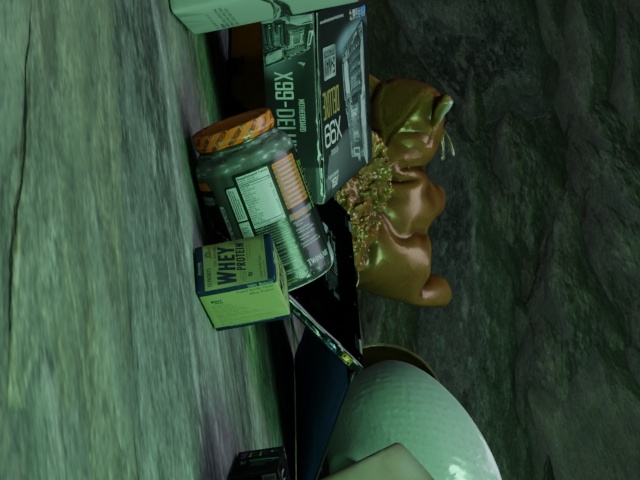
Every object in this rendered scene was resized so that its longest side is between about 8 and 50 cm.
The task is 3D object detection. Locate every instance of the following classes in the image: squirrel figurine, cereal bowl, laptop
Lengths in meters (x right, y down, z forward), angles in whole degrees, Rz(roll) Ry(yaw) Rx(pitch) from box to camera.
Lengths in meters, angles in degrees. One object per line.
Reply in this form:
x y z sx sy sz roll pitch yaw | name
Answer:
0.094 -0.105 2.231 0.397 0.281 0.371 6 106 -58 | squirrel figurine
0.113 0.357 1.910 0.339 0.141 0.339 39 -38 39 | cereal bowl
-0.074 0.087 1.746 0.408 0.236 0.382 45 20 -24 | laptop

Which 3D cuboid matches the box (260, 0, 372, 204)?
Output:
0.001 -0.198 1.738 0.307 0.076 0.243 -45 134 -70 | box

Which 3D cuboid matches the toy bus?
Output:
-0.074 -0.261 1.958 0.333 0.108 0.130 -94 172 -52 | toy bus

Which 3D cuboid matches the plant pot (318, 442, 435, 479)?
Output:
0.049 0.350 1.169 0.280 0.323 0.323 63 2 9 | plant pot

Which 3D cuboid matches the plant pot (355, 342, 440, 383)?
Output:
0.097 0.324 2.322 0.230 0.215 0.215 103 -20 -66 | plant pot

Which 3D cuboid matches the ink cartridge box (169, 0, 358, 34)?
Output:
-0.050 -0.370 1.502 0.114 0.272 0.197 27 52 -80 | ink cartridge box

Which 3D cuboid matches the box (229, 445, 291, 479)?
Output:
-0.059 0.254 1.321 0.083 0.052 0.062 -73 154 -82 | box

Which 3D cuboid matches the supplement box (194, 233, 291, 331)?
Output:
-0.080 0.044 1.339 0.083 0.083 0.056 70 10 -56 | supplement box

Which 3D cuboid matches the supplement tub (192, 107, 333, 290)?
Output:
-0.067 -0.042 1.425 0.117 0.117 0.190 -83 154 -75 | supplement tub

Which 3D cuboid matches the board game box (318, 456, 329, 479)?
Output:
0.012 0.371 2.079 0.168 0.033 0.133 25 55 -75 | board game box

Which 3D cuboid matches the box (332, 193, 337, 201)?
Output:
-0.033 -0.073 2.004 0.036 0.114 0.207 -88 167 -71 | box

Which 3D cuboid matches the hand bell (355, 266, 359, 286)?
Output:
-0.003 0.147 2.104 0.126 0.126 0.242 -95 -176 -50 | hand bell
